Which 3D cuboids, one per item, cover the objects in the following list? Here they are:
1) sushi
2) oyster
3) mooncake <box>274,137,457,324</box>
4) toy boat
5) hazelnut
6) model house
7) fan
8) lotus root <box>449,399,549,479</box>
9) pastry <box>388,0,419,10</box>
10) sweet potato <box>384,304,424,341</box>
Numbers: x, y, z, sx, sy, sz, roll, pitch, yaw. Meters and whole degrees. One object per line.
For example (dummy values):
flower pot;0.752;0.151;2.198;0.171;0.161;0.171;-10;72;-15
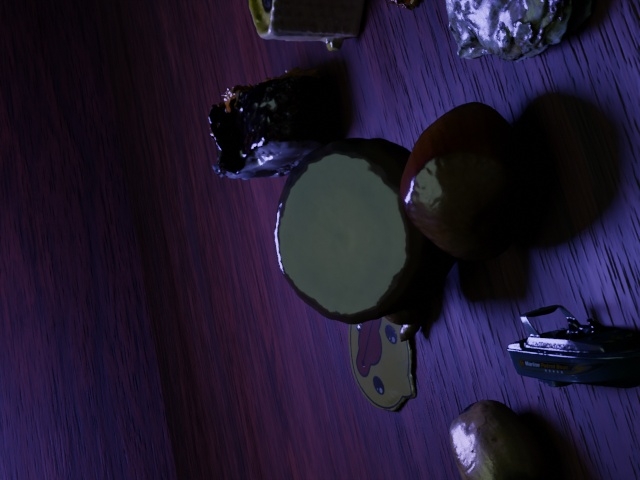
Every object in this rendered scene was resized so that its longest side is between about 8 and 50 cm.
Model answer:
sushi;-0.118;-0.236;2.044;0.348;0.234;0.208;-16;80;62
oyster;0.252;-0.332;1.322;0.267;0.112;0.198;8;123;59
mooncake;0.074;-0.019;1.583;0.290;0.161;0.290;1;91;33
toy boat;0.327;0.133;1.230;0.246;0.093;0.103;172;85;-68
hazelnut;0.193;-0.080;1.388;0.210;0.186;0.210;35;145;30
model house;-0.023;-0.465;1.813;0.175;0.193;0.234;177;89;-65
fan;0.088;0.183;1.869;0.335;0.011;0.230;51;140;45
lotus root;0.257;0.317;1.409;0.221;0.118;0.125;-118;15;-48
pastry;0.133;-0.451;1.609;0.087;0.063;0.169;60;145;41
sweet potato;0.115;0.019;1.704;0.124;0.098;0.310;2;94;38
